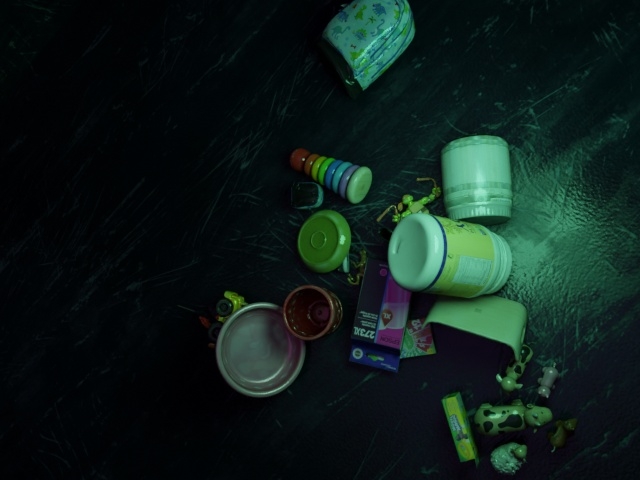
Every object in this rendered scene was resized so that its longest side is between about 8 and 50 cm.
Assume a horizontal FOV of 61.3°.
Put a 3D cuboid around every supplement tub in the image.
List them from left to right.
[{"bbox_3d":[0.403,0.053,1.687,0.241,0.331,0.241,-25,61,57],"label":"supplement tub"}]

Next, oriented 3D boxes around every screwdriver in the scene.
[{"bbox_3d":[-0.512,0.283,2.176,0.170,0.025,0.024,12,85,34],"label":"screwdriver"}]

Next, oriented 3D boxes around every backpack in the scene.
[{"bbox_3d":[-0.045,-0.168,2.039,0.114,0.084,0.105,-2,82,24],"label":"backpack"},{"bbox_3d":[0.177,-0.747,1.976,0.355,0.273,0.290,-31,66,0],"label":"backpack"}]

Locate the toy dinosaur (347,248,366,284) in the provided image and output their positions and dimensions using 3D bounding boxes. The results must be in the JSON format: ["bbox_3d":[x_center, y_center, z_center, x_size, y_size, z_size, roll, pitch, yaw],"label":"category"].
[{"bbox_3d":[0.158,0.131,1.935,0.112,0.064,0.211,-23,76,14],"label":"toy dinosaur"}]

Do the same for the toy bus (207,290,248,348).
[{"bbox_3d":[-0.298,0.318,2.039,0.211,0.149,0.220,14,85,8],"label":"toy bus"}]

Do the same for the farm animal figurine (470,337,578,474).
[{"bbox_3d":[0.610,0.512,1.658,0.326,0.172,0.330,-32,73,13],"label":"farm animal figurine"}]

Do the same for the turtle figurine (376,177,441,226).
[{"bbox_3d":[0.341,-0.080,1.878,0.269,0.087,0.217,-35,77,-19],"label":"turtle figurine"}]

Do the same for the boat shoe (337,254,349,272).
[{"bbox_3d":[0.080,0.049,1.983,0.040,0.049,0.142,-5,83,20],"label":"boat shoe"}]

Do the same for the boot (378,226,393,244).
[{"bbox_3d":[0.312,0.040,1.839,0.246,0.161,0.083,30,93,21],"label":"boot"}]

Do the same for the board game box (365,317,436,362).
[{"bbox_3d":[0.263,0.349,1.883,0.259,0.039,0.124,-13,77,20],"label":"board game box"}]

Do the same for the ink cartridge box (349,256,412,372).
[{"bbox_3d":[0.213,0.254,1.859,0.175,0.069,0.371,11,88,16],"label":"ink cartridge box"}]

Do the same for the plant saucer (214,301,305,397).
[{"bbox_3d":[-0.220,0.390,1.945,0.332,0.084,0.332,4,80,-23],"label":"plant saucer"}]

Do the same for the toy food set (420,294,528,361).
[{"bbox_3d":[0.496,0.261,1.728,0.306,0.220,0.092,15,124,22],"label":"toy food set"}]

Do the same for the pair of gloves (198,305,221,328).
[{"bbox_3d":[-0.442,0.305,2.153,0.074,0.010,0.083,44,97,20],"label":"pair of gloves"}]

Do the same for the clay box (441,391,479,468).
[{"bbox_3d":[0.450,0.606,1.727,0.053,0.127,0.222,-19,76,17],"label":"clay box"}]

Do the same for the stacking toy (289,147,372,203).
[{"bbox_3d":[0.020,-0.257,2.009,0.330,0.141,0.141,26,91,25],"label":"stacking toy"}]

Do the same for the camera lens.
[{"bbox_3d":[0.511,-0.197,1.770,0.219,0.219,0.274,-5,80,19],"label":"camera lens"}]

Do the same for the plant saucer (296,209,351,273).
[{"bbox_3d":[0.000,0.000,1.994,0.241,0.037,0.241,-7,77,32],"label":"plant saucer"}]

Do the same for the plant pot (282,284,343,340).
[{"bbox_3d":[-0.018,0.258,1.919,0.191,0.174,0.191,-3,79,18],"label":"plant pot"}]
